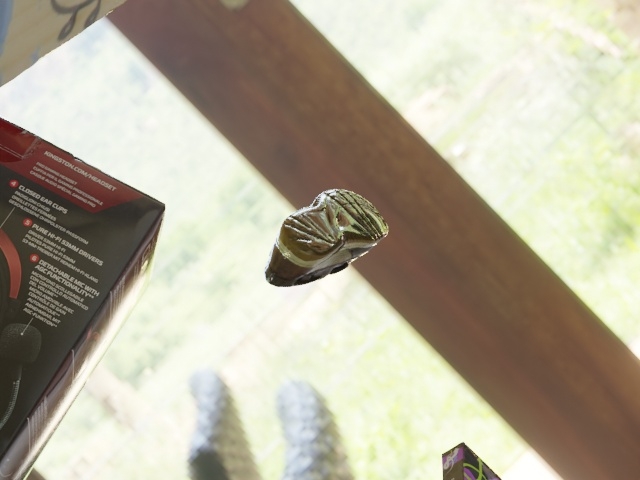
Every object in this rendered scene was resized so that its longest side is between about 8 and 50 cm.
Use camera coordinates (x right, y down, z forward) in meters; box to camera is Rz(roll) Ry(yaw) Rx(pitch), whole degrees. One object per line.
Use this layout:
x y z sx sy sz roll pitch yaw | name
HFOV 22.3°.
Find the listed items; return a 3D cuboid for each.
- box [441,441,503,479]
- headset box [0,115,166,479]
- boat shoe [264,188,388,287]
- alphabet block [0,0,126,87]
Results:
0.153 0.263 1.411 0.029 0.116 0.162 -36 22 22 | box
-0.242 0.039 0.954 0.293 0.218 0.110 -61 -4 -31 | headset box
0.000 0.001 1.788 0.073 0.080 0.223 -47 -10 25 | boat shoe
-0.223 -0.240 1.041 0.197 0.193 0.192 -47 -17 -47 | alphabet block
